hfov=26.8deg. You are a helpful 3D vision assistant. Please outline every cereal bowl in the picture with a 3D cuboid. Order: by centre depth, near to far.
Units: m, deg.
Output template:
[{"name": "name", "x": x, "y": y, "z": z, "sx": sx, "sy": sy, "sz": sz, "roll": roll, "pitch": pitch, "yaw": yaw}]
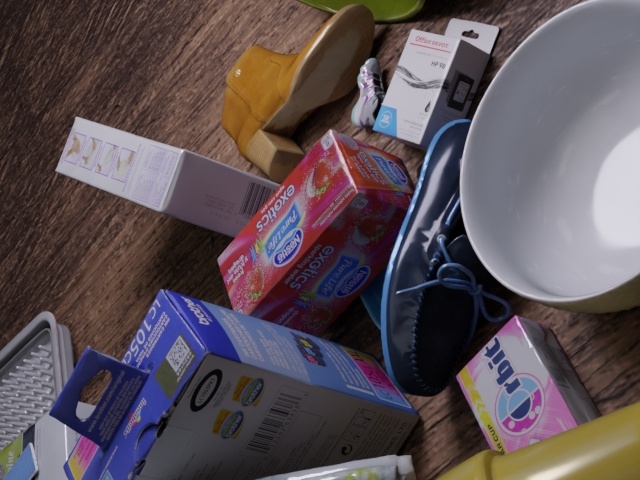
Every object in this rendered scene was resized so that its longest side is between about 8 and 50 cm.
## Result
[{"name": "cereal bowl", "x": 0.315, "y": -0.080, "z": 1.415, "sx": 0.339, "sy": 0.141, "sz": 0.339, "roll": -23, "pitch": 59, "yaw": 43}]

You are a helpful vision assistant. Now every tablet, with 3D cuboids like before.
[{"name": "tablet", "x": -0.420, "y": 0.329, "z": 1.879, "sx": 0.083, "sy": 0.006, "sz": 0.054, "roll": -52, "pitch": 40, "yaw": 22}]

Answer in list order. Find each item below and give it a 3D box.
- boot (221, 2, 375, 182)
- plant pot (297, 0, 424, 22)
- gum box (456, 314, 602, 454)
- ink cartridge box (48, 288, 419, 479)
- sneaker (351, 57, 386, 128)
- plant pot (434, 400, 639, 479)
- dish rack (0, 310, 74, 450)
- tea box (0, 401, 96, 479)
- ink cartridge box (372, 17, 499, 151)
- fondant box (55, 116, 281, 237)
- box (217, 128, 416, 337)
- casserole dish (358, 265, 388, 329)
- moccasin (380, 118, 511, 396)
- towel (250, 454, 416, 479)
[{"name": "boot", "x": -0.050, "y": -0.248, "z": 1.957, "sx": 0.295, "sy": 0.104, "sz": 0.211, "roll": -61, "pitch": 39, "yaw": 19}, {"name": "plant pot", "x": 0.043, "y": -0.542, "z": 1.816, "sx": 0.366, "sy": 0.366, "sz": 0.353, "roll": 9, "pitch": 69, "yaw": 51}, {"name": "gum box", "x": 0.230, "y": 0.181, "z": 1.467, "sx": 0.107, "sy": 0.062, "sz": 0.188, "roll": -48, "pitch": 43, "yaw": 25}, {"name": "ink cartridge box", "x": -0.116, "y": 0.230, "z": 1.593, "sx": 0.270, "sy": 0.395, "sz": 0.151, "roll": -59, "pitch": 39, "yaw": 13}, {"name": "sneaker", "x": 0.082, "y": -0.200, "z": 1.835, "sx": 0.069, "sy": 0.038, "sz": 0.098, "roll": 10, "pitch": 91, "yaw": 50}, {"name": "plant pot", "x": 0.258, "y": 0.281, "z": 1.268, "sx": 0.239, "sy": 0.254, "sz": 0.254, "roll": -37, "pitch": 47, "yaw": 13}, {"name": "dish rack", "x": -0.488, "y": 0.316, "z": 2.267, "sx": 0.285, "sy": 0.072, "sz": 0.333, "roll": -41, "pitch": 47, "yaw": 33}, {"name": "tea box", "x": -0.356, "y": 0.458, "z": 1.927, "sx": 0.323, "sy": 0.220, "sz": 0.329, "roll": -37, "pitch": 48, "yaw": 34}, {"name": "ink cartridge box", "x": 0.148, "y": -0.208, "z": 1.735, "sx": 0.104, "sy": 0.060, "sz": 0.180, "roll": 23, "pitch": 93, "yaw": 52}, {"name": "fondant box", "x": -0.202, "y": -0.081, "z": 1.959, "sx": 0.330, "sy": 0.238, "sz": 0.096, "roll": 18, "pitch": 89, "yaw": 52}, {"name": "box", "x": 0.000, "y": 0.000, "z": 1.711, "sx": 0.257, "sy": 0.128, "sz": 0.123, "roll": -48, "pitch": 43, "yaw": 27}, {"name": "casserole dish", "x": 0.096, "y": 0.037, "z": 1.714, "sx": 0.114, "sy": 0.037, "sz": 0.188, "roll": -50, "pitch": 43, "yaw": 23}, {"name": "moccasin", "x": 0.158, "y": 0.013, "z": 1.570, "sx": 0.116, "sy": 0.137, "sz": 0.342, "roll": 1, "pitch": 76, "yaw": 41}, {"name": "towel", "x": -0.043, "y": 0.413, "z": 1.456, "sx": 0.374, "sy": 0.090, "sz": 0.321, "roll": -12, "pitch": 95, "yaw": 8}]
